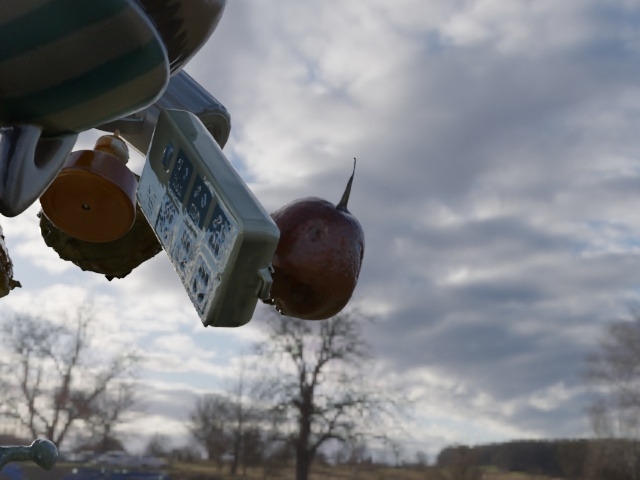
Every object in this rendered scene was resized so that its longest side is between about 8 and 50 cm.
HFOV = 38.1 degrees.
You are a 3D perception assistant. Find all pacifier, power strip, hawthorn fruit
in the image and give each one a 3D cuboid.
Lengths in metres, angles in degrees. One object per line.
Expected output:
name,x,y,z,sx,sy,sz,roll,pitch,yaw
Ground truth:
pacifier,-0.390,0.278,1.162,0.117,0.150,0.126,0,-55,-18
power strip,-0.083,-0.021,0.647,0.035,0.192,0.081,3,-58,-32
hawthorn fruit,-0.002,0.016,1.077,0.189,0.149,0.149,-31,-18,1

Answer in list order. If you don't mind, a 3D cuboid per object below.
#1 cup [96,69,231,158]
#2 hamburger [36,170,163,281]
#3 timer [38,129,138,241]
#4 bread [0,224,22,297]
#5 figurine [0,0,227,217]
cup,-0.285,-0.201,1.549,0.221,0.202,0.167,-38,-26,-27
hamburger,-0.333,-0.041,1.467,0.183,0.130,0.206,-40,-50,18
timer,-0.304,-0.094,1.291,0.132,0.152,0.132,5,-46,5
bread,-0.570,-0.040,1.249,0.207,0.279,0.279,-27,30,-10
figurine,-0.248,-0.224,0.700,0.361,0.377,0.266,23,-44,-12
